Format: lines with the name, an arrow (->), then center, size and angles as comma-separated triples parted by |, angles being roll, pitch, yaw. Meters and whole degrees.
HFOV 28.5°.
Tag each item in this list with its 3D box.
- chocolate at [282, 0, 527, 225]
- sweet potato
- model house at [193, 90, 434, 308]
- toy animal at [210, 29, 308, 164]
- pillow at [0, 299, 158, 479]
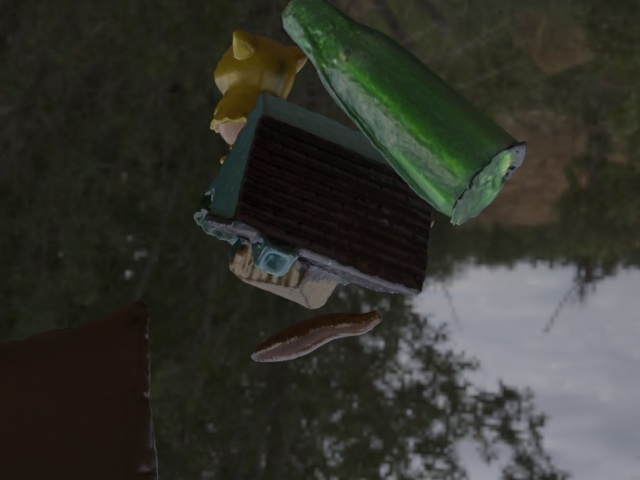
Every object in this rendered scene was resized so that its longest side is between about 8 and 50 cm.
chocolate -> 0.071, -0.147, 1.275 | 0.291, 0.110, 0.110 | 46, -161, 20
sweet potato -> -0.012, 0.155, 2.095 | 0.265, 0.057, 0.057 | -24, 167, 30
model house -> 0.000, 0.000, 1.565 | 0.281, 0.230, 0.248 | 20, -149, -18
toy animal -> -0.110, -0.230, 2.101 | 0.156, 0.229, 0.156 | 9, 175, 1
pillow -> -0.307, 0.233, 1.278 | 0.308, 0.305, 0.108 | -11, 161, 6
